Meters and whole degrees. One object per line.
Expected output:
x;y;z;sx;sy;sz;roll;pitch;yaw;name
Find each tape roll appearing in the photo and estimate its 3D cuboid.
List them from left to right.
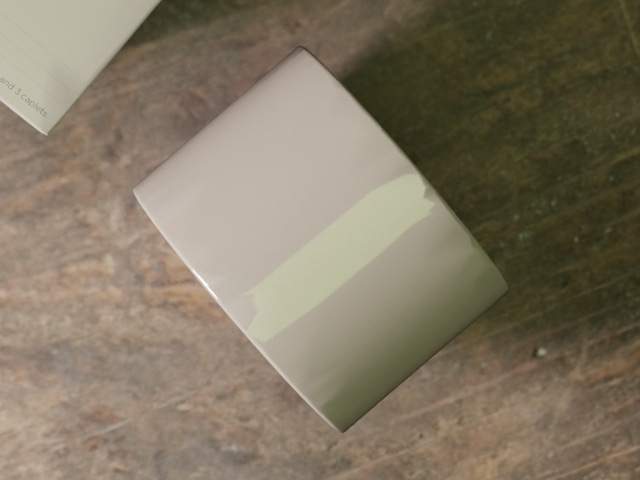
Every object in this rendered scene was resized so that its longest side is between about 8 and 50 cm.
0.000;0.000;1.451;0.169;0.246;0.246;-41;109;0;tape roll

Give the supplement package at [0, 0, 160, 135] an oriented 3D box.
-0.191;-0.249;1.365;0.199;0.198;0.262;40;93;-18;supplement package
